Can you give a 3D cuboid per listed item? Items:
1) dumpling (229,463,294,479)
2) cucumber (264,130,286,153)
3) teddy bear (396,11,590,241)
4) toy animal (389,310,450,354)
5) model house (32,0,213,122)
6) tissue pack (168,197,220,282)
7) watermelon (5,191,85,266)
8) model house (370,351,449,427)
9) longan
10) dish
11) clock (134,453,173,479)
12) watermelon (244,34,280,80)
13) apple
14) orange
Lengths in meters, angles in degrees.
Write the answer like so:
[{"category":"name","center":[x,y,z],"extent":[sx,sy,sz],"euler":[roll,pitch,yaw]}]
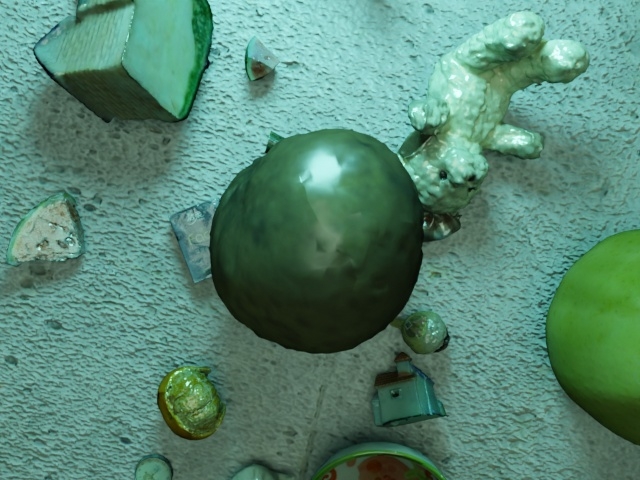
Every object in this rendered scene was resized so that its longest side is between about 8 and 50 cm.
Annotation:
[{"category":"dumpling","center":[-0.146,0.545,1.508],"extent":[0.188,0.127,0.108],"euler":[-15,101,5]},{"category":"cucumber","center":[-0.068,-0.186,1.489],"extent":[0.105,0.048,0.048],"euler":[28,93,-4]},{"category":"teddy bear","center":[0.305,-0.188,1.378],"extent":[0.327,0.375,0.362],"euler":[17,76,-31]},{"category":"toy animal","center":[0.215,0.198,1.525],"extent":[0.098,0.137,0.098],"euler":[-9,103,-43]},{"category":"model house","center":[-0.398,-0.397,1.388],"extent":[0.284,0.243,0.298],"euler":[1,68,23]},{"category":"tissue pack","center":[-0.242,-0.001,1.497],"extent":[0.112,0.051,0.156],"euler":[-20,96,1]},{"category":"watermelon","center":[-0.559,-0.005,1.481],"extent":[0.139,0.071,0.187],"euler":[39,84,-11]},{"category":"model house","center":[0.182,0.319,1.523],"extent":[0.148,0.119,0.149],"euler":[-16,70,22]},{"category":"longan","center":[0.000,0.009,1.322],"extent":[0.404,0.436,0.404],"euler":[15,66,-37]},{"category":"dish","center":[0.122,0.549,1.515],"extent":[0.324,0.124,0.324],"euler":[0,110,1]},{"category":"clock","center":[-0.366,0.512,1.553],"extent":[0.085,0.017,0.085],"euler":[0,95,-2]},{"category":"watermelon","center":[-0.122,-0.375,1.457],"extent":[0.072,0.084,0.092],"euler":[-5,108,-11]},{"category":"apple","center":[0.680,0.188,1.370],"extent":[0.473,0.473,0.474],"euler":[0,95,-2]},{"category":"orange","center":[-0.267,0.336,1.482],"extent":[0.156,0.134,0.157],"euler":[19,126,30]}]
